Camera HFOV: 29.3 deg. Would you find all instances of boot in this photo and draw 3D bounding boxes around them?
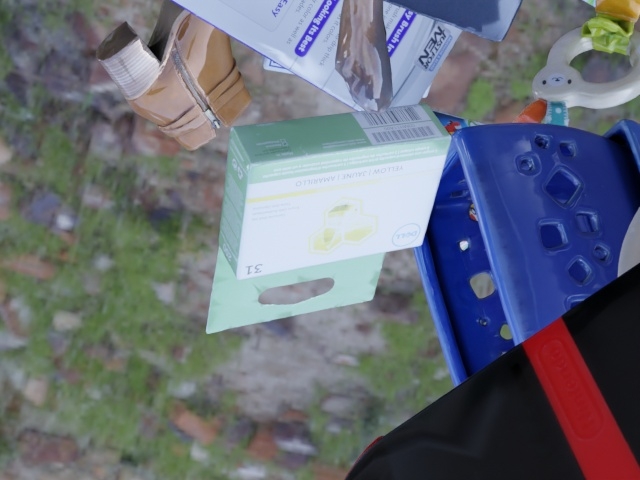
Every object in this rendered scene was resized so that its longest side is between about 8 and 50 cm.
[{"bbox_3d":[-0.150,-0.266,1.744,0.220,0.283,0.109,48,-177,-41],"label":"boot"}]

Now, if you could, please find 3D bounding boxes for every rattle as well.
[{"bbox_3d":[0.293,-0.207,1.380,0.200,0.130,0.142,-31,157,-14],"label":"rattle"}]

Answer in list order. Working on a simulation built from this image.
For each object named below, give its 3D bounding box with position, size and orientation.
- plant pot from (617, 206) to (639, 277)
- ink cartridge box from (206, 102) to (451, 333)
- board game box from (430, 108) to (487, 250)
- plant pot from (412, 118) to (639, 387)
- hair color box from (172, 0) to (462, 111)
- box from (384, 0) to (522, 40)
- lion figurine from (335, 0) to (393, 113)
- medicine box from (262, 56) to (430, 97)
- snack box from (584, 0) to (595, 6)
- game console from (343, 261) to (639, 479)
[{"bbox_3d":[0.360,0.060,0.898,0.275,0.275,0.243,-10,145,42],"label":"plant pot"},{"bbox_3d":[0.000,0.000,1.010,0.171,0.056,0.235,-10,135,-22],"label":"ink cartridge box"},{"bbox_3d":[0.251,-0.060,1.636,0.305,0.193,0.053,10,146,-38],"label":"board game box"},{"bbox_3d":[0.230,0.017,1.201,0.212,0.236,0.236,-11,166,-12],"label":"plant pot"},{"bbox_3d":[-0.017,-0.258,1.137,0.339,0.185,0.110,27,-172,-35],"label":"hair color box"},{"bbox_3d":[0.070,-0.361,0.814,0.179,0.343,0.312,15,-157,-24],"label":"box"},{"bbox_3d":[0.048,-0.255,0.478,0.142,0.392,0.240,18,133,-36],"label":"lion figurine"},{"bbox_3d":[0.067,-0.390,1.843,0.264,0.149,0.289,9,123,-13],"label":"medicine box"},{"bbox_3d":[0.388,-0.411,1.791,0.141,0.037,0.100,36,133,23],"label":"snack box"},{"bbox_3d":[0.172,0.184,0.593,0.342,0.386,0.060,-36,129,15],"label":"game console"}]
